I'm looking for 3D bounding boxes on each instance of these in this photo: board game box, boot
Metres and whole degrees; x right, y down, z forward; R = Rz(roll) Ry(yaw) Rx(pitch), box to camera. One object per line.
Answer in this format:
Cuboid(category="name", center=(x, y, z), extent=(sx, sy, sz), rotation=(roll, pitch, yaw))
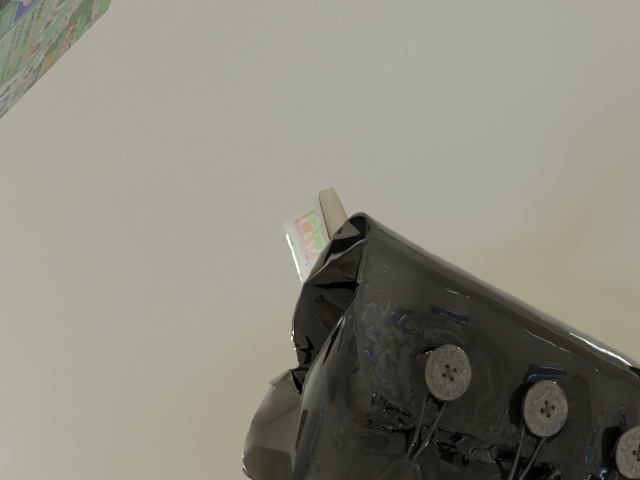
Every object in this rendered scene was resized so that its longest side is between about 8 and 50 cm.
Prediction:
Cuboid(category="board game box", center=(-0.215, -0.212, 1.296), extent=(0.046, 0.213, 0.317), rotation=(38, -31, 0))
Cuboid(category="boot", center=(0.196, 0.083, 1.234), extent=(0.445, 0.367, 0.146), rotation=(21, -19, -16))

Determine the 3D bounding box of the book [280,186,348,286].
Cuboid(category="book", center=(0.000, 0.000, 1.780), extent=(0.035, 0.096, 0.144), rotation=(-17, -3, -19))
